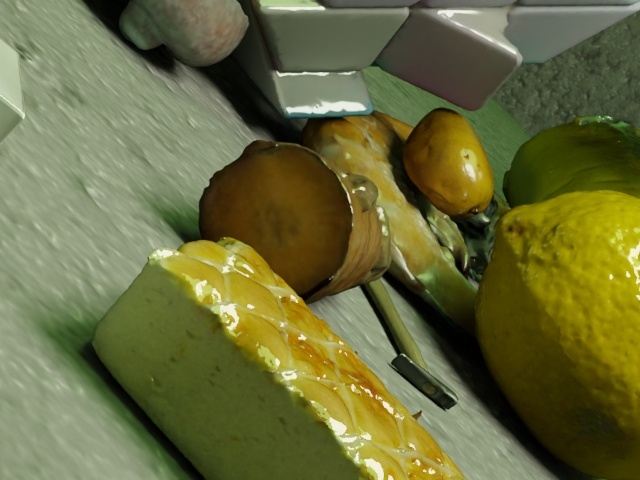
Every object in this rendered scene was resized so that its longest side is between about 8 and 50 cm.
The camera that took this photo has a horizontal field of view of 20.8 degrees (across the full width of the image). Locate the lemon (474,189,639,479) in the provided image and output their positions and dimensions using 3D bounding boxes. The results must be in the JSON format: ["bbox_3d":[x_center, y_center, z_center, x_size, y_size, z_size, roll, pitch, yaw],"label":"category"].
[{"bbox_3d":[0.226,0.075,1.341,0.260,0.204,0.204,48,10,-15],"label":"lemon"}]

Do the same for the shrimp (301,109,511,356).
[{"bbox_3d":[0.134,0.011,1.541,0.445,0.085,0.272,22,32,-58],"label":"shrimp"}]

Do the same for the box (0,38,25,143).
[{"bbox_3d":[-0.207,-0.109,0.810,0.154,0.040,0.084,40,16,-27],"label":"box"}]

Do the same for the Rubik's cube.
[{"bbox_3d":[0.068,-0.280,1.457,0.387,0.368,0.358,22,48,-55],"label":"Rubik's cube"}]

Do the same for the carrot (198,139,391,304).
[{"bbox_3d":[0.000,0.000,1.101,0.102,0.102,0.263,49,6,12],"label":"carrot"}]

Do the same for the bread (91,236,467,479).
[{"bbox_3d":[-0.011,0.082,0.783,0.188,0.068,0.125,48,12,7],"label":"bread"}]

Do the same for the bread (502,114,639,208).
[{"bbox_3d":[0.369,-0.011,2.184,0.251,0.208,0.376,39,17,-14],"label":"bread"}]

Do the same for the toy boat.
[{"bbox_3d":[-0.137,-0.202,1.327,0.227,0.085,0.155,48,-8,51],"label":"toy boat"}]

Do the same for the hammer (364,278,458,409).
[{"bbox_3d":[0.045,0.046,1.251,0.062,0.013,0.199,39,13,-34],"label":"hammer"}]

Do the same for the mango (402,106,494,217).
[{"bbox_3d":[0.106,-0.065,1.432,0.080,0.060,0.114,39,23,-37],"label":"mango"}]
